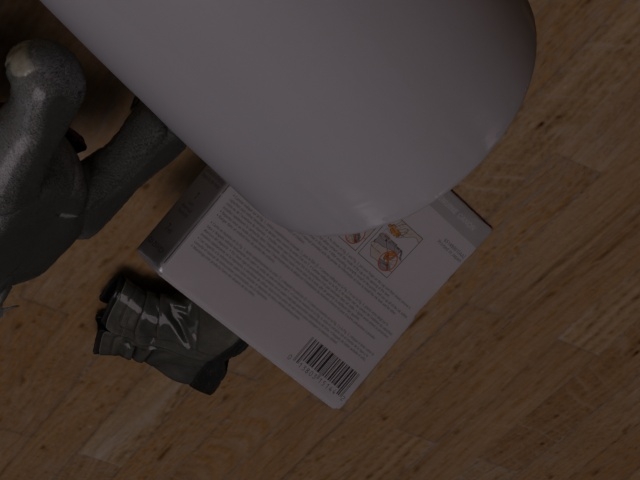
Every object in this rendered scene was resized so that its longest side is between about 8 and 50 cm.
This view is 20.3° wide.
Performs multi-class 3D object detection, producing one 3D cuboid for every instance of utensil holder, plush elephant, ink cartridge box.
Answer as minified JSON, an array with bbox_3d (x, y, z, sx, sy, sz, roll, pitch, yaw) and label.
[{"bbox_3d":[-0.042,-0.232,1.433,0.328,0.327,0.385,-22,137,23],"label":"utensil holder"},{"bbox_3d":[-0.329,-0.087,1.671,0.330,0.255,0.272,-54,155,15],"label":"plush elephant"},{"bbox_3d":[0.000,0.000,1.858,0.261,0.066,0.296,-49,126,0],"label":"ink cartridge box"}]

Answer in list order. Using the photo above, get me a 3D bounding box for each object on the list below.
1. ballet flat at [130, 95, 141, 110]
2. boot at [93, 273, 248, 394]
[{"bbox_3d":[-0.144,-0.162,1.728,0.114,0.041,0.041,-25,133,26],"label":"ballet flat"},{"bbox_3d":[-0.156,0.075,1.969,0.161,0.083,0.246,21,134,-13],"label":"boot"}]
